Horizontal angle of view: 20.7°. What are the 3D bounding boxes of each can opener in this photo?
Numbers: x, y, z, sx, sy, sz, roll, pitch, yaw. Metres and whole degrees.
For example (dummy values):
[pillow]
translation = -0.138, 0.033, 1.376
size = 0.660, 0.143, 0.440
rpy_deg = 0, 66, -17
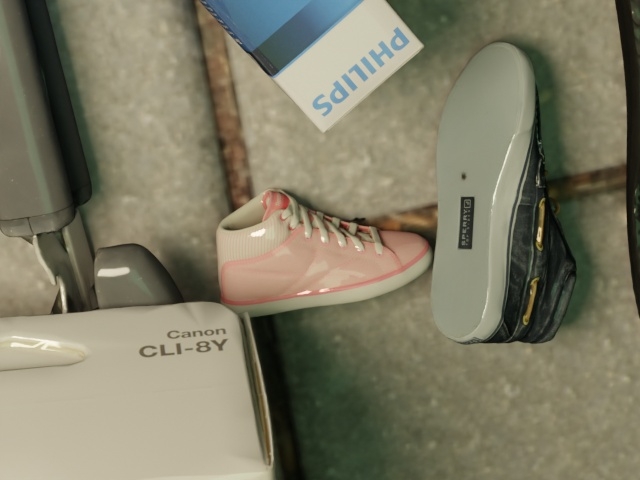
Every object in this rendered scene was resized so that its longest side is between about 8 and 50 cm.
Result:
[can opener]
translation = -0.138, -0.037, 1.010
size = 0.095, 0.076, 0.283
rpy_deg = -8, 109, 10

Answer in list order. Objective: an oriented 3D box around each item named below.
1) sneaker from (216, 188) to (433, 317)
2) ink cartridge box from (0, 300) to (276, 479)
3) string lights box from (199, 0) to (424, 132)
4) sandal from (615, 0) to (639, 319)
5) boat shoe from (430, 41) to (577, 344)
[sneaker]
translation = 0.000, 0.000, 1.064
size = 0.134, 0.051, 0.070
rpy_deg = -11, 114, -2
[ink cartridge box]
translation = -0.163, 0.246, 1.011
size = 0.279, 0.160, 0.384
rpy_deg = -5, 121, -7
[string lights box]
translation = -0.065, -0.187, 0.953
size = 0.077, 0.133, 0.259
rpy_deg = -42, 110, 3
[sandal]
translation = 0.266, -0.047, 1.068
size = 0.167, 0.107, 0.445
rpy_deg = -18, 109, -4
[boat shoe]
translation = 0.117, -0.026, 1.078
size = 0.083, 0.065, 0.183
rpy_deg = 7, 91, -44
